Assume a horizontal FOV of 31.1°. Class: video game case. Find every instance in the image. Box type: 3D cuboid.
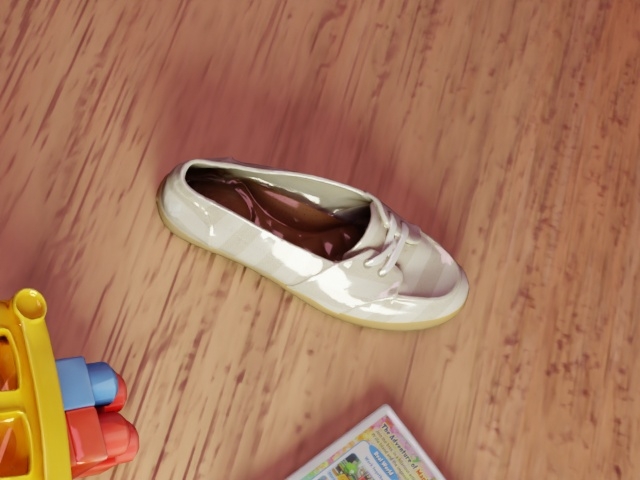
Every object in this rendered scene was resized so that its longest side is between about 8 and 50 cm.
[{"bbox_3d":[0.035,0.201,0.694,0.143,0.019,0.157,-33,79,-27],"label":"video game case"}]

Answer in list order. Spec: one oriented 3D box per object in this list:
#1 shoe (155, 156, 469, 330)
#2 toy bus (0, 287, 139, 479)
[{"bbox_3d":[0.000,0.000,0.747,0.219,0.058,0.076,20,63,-9],"label":"shoe"},{"bbox_3d":[-0.184,0.134,0.596,0.211,0.149,0.220,-1,69,-36],"label":"toy bus"}]
